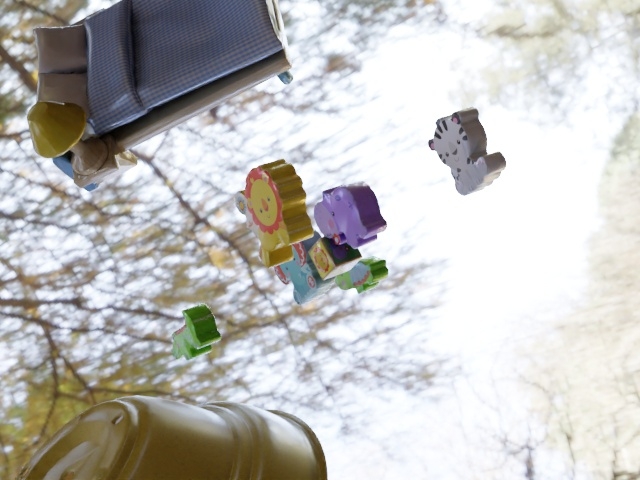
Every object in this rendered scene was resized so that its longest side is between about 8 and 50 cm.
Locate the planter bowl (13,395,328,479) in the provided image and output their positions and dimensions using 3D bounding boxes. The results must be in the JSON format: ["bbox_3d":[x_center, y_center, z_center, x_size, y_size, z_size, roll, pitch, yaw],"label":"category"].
[{"bbox_3d":[-0.108,0.150,0.506,0.090,0.217,0.217,50,-140,-24],"label":"planter bowl"}]

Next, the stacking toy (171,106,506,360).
[{"bbox_3d":[0.000,0.000,0.625,0.167,0.221,0.052,-19,-107,-32],"label":"stacking toy"}]

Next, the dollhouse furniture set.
[{"bbox_3d":[-0.112,-0.231,0.682,0.198,0.286,0.303,47,-154,-50],"label":"dollhouse furniture set"}]
